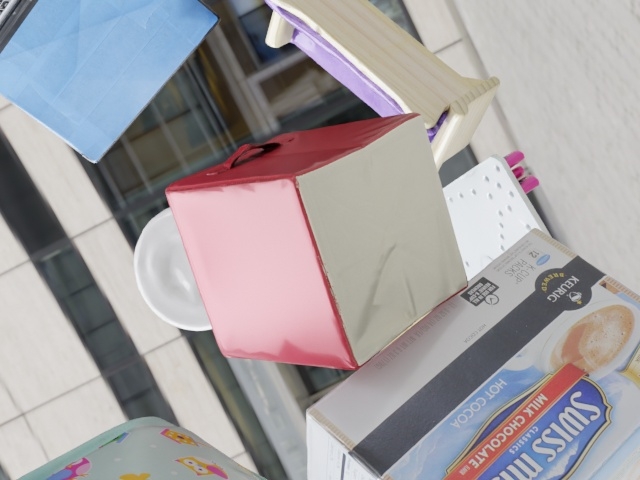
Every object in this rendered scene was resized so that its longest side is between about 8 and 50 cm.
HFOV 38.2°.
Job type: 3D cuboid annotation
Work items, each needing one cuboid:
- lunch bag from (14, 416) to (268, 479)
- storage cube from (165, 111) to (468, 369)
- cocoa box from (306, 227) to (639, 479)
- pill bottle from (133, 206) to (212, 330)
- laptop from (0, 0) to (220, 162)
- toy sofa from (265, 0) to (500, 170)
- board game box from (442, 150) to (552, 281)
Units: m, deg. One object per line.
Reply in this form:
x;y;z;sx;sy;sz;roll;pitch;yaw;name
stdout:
-0.100;0.244;0.675;0.262;0.224;0.160;-16;-59;-58;lunch bag
0.000;0.000;0.905;0.193;0.184;0.214;-3;110;47;storage cube
0.186;0.203;0.938;0.228;0.347;0.231;38;148;31;cocoa box
-0.132;0.020;1.380;0.176;0.176;0.318;64;-163;1;pill bottle
-0.449;-0.312;1.428;0.236;0.382;0.408;55;-150;12;laptop
0.071;-0.260;1.400;0.362;0.177;0.150;42;144;16;toy sofa
0.315;0.073;1.488;0.389;0.050;0.390;60;162;3;board game box
